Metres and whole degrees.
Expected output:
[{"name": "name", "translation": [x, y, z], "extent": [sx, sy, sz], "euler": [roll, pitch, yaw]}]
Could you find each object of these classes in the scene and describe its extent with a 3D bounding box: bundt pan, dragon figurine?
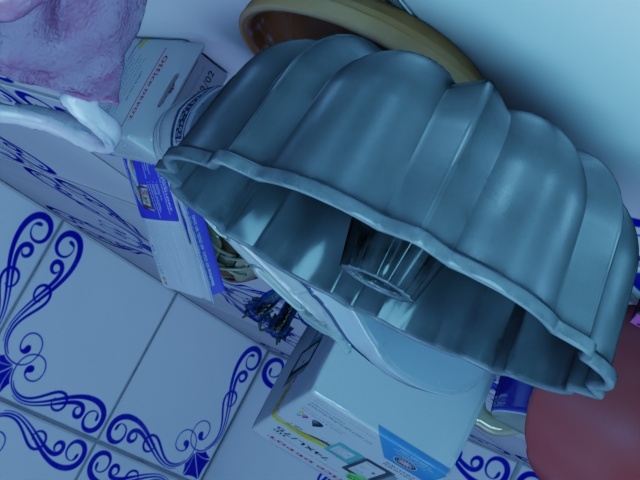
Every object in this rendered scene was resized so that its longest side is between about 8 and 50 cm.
[{"name": "bundt pan", "translation": [0.064, -0.023, 0.753], "extent": [0.331, 0.124, 0.331], "euler": [27, 169, 6]}, {"name": "dragon figurine", "translation": [-0.022, 0.060, 1.498], "extent": [0.085, 0.144, 0.289], "euler": [32, 163, -10]}]

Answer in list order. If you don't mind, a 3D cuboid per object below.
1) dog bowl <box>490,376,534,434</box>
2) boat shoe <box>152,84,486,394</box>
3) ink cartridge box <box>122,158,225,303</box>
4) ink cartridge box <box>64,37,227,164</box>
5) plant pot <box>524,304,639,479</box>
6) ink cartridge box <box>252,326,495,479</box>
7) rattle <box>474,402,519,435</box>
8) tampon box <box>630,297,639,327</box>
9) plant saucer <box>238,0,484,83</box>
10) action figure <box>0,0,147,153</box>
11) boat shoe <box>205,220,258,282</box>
[{"name": "dog bowl", "translation": [0.333, 0.191, 1.292], "extent": [0.265, 0.104, 0.265], "euler": [19, 168, 4]}, {"name": "boat shoe", "translation": [-0.006, 0.006, 0.992], "extent": [0.367, 0.136, 0.156], "euler": [38, 165, -25]}, {"name": "ink cartridge box", "translation": [-0.180, -0.030, 1.432], "extent": [0.208, 0.045, 0.206], "euler": [10, 118, 65]}, {"name": "ink cartridge box", "translation": [-0.158, -0.129, 1.055], "extent": [0.061, 0.104, 0.181], "euler": [35, 167, -38]}, {"name": "plant pot", "translation": [0.334, 0.187, 1.005], "extent": [0.275, 0.275, 0.243], "euler": [37, 176, -41]}, {"name": "ink cartridge box", "translation": [0.069, 0.191, 1.465], "extent": [0.198, 0.197, 0.270], "euler": [32, 154, -6]}, {"name": "rattle", "translation": [0.222, 0.218, 1.516], "extent": [0.143, 0.200, 0.130], "euler": [-171, 56, -83]}, {"name": "tampon box", "translation": [0.294, 0.033, 0.705], "extent": [0.161, 0.101, 0.120], "euler": [26, 169, 12]}, {"name": "plant saucer", "translation": [0.038, -0.120, 0.795], "extent": [0.200, 0.037, 0.200], "euler": [27, 170, 5]}, {"name": "action figure", "translation": [-0.215, -0.152, 0.589], "extent": [0.248, 0.275, 0.370], "euler": [12, -161, -6]}, {"name": "boat shoe", "translation": [-0.100, -0.001, 1.498], "extent": [0.123, 0.116, 0.324], "euler": [27, 170, 3]}]
